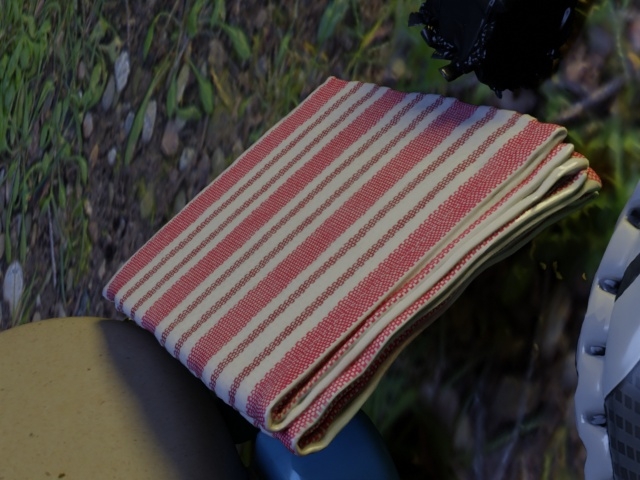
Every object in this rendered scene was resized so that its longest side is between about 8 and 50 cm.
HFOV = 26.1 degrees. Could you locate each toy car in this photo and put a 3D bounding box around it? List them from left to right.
[{"bbox_3d":[-0.086,0.173,0.585,0.210,0.219,0.238,-133,29,-55],"label":"toy car"}]

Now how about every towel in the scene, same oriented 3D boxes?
[{"bbox_3d":[0.000,0.000,0.524,0.144,0.029,0.197,-42,26,-12],"label":"towel"}]

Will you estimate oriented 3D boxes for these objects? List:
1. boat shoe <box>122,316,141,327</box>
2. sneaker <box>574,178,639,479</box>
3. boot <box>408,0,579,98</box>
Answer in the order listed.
[{"bbox_3d":[-0.099,0.104,0.725,0.042,0.048,0.133,158,121,-66],"label":"boat shoe"},{"bbox_3d":[0.123,-0.005,0.322,0.106,0.078,0.234,-171,92,-69],"label":"sneaker"},{"bbox_3d":[0.065,-0.122,0.502,0.099,0.045,0.121,-114,36,-48],"label":"boot"}]
